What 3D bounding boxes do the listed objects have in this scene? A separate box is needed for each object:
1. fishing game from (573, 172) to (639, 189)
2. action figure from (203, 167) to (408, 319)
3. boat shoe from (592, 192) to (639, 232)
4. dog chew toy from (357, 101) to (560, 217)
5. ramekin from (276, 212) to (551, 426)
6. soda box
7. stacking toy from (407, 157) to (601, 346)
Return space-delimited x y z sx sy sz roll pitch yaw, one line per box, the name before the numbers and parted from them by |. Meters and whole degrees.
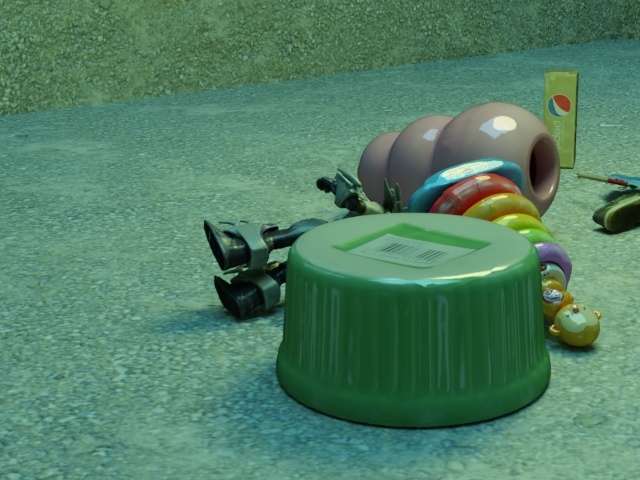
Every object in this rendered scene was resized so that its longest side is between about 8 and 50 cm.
fishing game | 0.569 -0.087 1.933 0.264 0.041 0.189 3 9 -26
action figure | 0.000 0.000 1.476 0.285 0.185 0.099 -15 35 -20
boat shoe | 0.491 -0.053 1.802 0.152 0.056 0.049 -14 26 -36
dog chew toy | 0.201 -0.110 1.786 0.331 0.207 0.206 3 15 38
ramekin | 0.101 0.072 1.247 0.303 0.148 0.303 -1 17 0
soda box | 0.459 -0.233 2.186 0.061 0.181 0.058 3 17 16
stacking toy | 0.244 0.037 1.413 0.175 0.166 0.302 -17 36 -18
